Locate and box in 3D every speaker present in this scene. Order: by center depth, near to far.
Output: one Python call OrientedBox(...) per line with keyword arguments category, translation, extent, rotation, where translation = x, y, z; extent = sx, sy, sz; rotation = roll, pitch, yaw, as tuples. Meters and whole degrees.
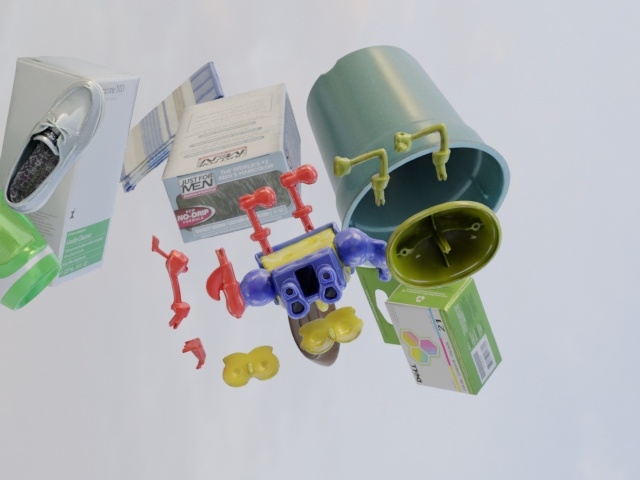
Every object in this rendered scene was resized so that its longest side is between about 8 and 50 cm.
OrientedBox(category="speaker", translation=(-0.559, -0.027, 1.881), extent=(0.296, 0.131, 0.131), rotation=(45, -32, 0))

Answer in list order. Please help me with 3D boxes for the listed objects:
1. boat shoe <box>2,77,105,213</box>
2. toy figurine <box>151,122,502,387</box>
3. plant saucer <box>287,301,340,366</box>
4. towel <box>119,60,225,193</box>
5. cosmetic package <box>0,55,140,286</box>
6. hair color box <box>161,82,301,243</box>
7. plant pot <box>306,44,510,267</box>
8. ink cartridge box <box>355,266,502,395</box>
OrientedBox(category="boat shoe", translation=(-0.392, -0.139, 1.713), extent=(0.228, 0.079, 0.081), rotation=(-59, 180, -2))
OrientedBox(category="toy figurine", translation=(0.000, 0.000, 1.318), extent=(0.217, 0.362, 0.191), rotation=(-111, 176, -81))
OrientedBox(category="plant saucer", translation=(-0.017, 0.134, 1.967), extent=(0.168, 0.029, 0.169), rotation=(35, -50, 57))
OrientedBox(category="towel", translation=(-0.309, -0.233, 2.377), extent=(0.285, 0.034, 0.209), rotation=(-40, -149, 10))
OrientedBox(category="cosmetic package", translation=(-0.452, -0.127, 2.029), extent=(0.197, 0.155, 0.366), rotation=(-33, 140, -70))
OrientedBox(category="hair color box", translation=(-0.132, -0.134, 1.866), extent=(0.374, 0.185, 0.114), rotation=(-92, 167, -68))
OrientedBox(category="plant pot", translation=(0.142, -0.179, 2.266), extent=(0.334, 0.341, 0.341), rotation=(64, -34, 36))
OrientedBox(category="ink cartridge box", translation=(0.162, 0.151, 2.009), extent=(0.255, 0.097, 0.189), rotation=(5, -51, 41))
